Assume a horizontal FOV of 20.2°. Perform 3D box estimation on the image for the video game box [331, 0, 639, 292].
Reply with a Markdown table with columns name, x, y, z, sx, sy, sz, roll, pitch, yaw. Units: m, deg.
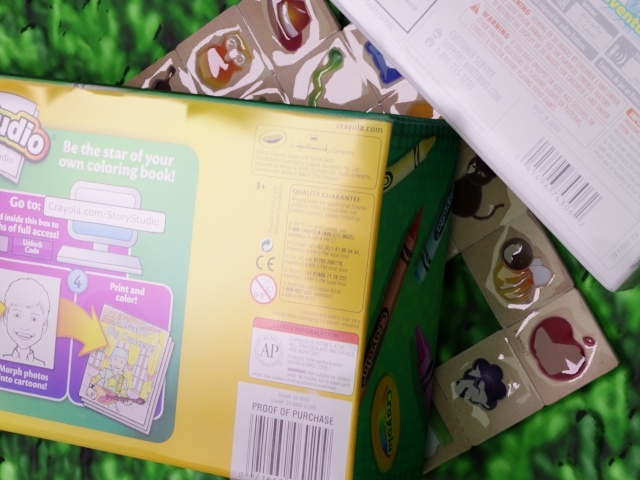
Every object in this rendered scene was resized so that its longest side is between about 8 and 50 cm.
| name | x | y | z | sx | sy | sz | roll | pitch | yaw |
| --- | --- | --- | --- | --- | --- | --- | --- | --- | --- |
| video game box | 0.122 | -0.115 | 0.753 | 0.187 | 0.048 | 0.205 | -47 | 73 | 18 |

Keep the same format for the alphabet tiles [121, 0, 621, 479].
| name | x | y | z | sx | sy | sz | roll | pitch | yaw |
| --- | --- | --- | --- | --- | --- | --- | --- | --- | --- |
| alphabet tiles | 0.000 | 0.000 | 0.840 | 0.198 | 0.009 | 0.237 | -32 | 78 | 23 |

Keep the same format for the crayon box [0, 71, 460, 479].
| name | x | y | z | sx | sy | sz | roll | pitch | yaw |
| --- | --- | --- | --- | --- | --- | --- | --- | --- | --- |
| crayon box | -0.084 | 0.011 | 0.830 | 0.278 | 0.081 | 0.165 | 9 | 96 | 25 |
